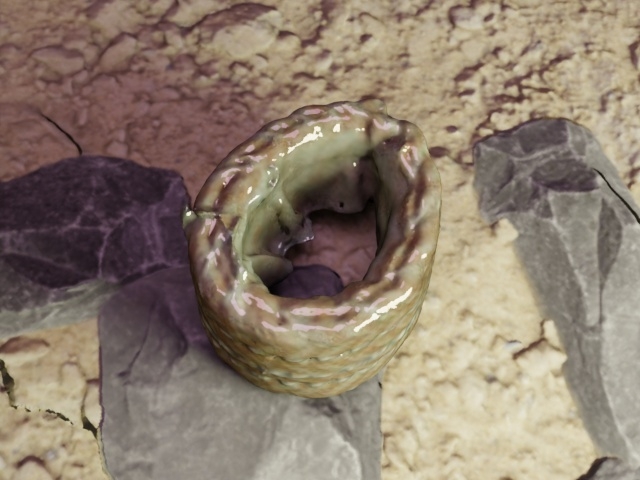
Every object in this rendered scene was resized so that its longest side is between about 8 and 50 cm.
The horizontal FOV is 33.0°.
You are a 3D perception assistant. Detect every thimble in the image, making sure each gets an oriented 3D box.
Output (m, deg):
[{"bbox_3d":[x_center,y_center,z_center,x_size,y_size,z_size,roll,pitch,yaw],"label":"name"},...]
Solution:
[{"bbox_3d":[0.001,0.006,0.884,0.229,0.148,0.196,-40,72,-18],"label":"thimble"}]
